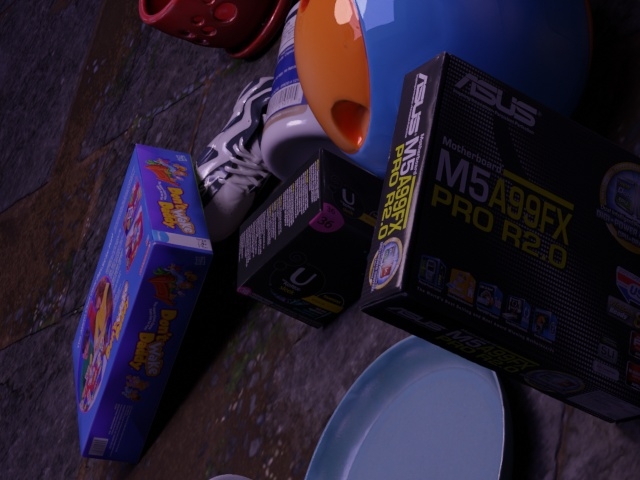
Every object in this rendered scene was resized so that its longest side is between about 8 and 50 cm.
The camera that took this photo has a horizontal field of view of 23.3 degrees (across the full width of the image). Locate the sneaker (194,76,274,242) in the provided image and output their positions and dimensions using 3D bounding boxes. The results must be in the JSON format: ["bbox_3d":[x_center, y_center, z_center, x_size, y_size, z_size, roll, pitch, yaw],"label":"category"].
[{"bbox_3d":[-0.085,-0.106,1.995,0.235,0.094,0.153,-58,17,-10],"label":"sneaker"}]

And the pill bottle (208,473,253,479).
[{"bbox_3d":[-0.163,0.381,1.629,0.318,0.176,0.176,-45,33,33],"label":"pill bottle"}]

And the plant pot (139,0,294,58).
[{"bbox_3d":[-0.143,-0.362,2.227,0.191,0.174,0.191,-42,34,37],"label":"plant pot"}]

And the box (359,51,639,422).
[{"bbox_3d":[0.171,0.002,1.256,0.060,0.270,0.216,-24,46,53],"label":"box"}]

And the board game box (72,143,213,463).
[{"bbox_3d":[-0.240,0.083,2.027,0.233,0.078,0.347,-108,34,-53],"label":"board game box"}]

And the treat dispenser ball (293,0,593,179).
[{"bbox_3d":[0.118,-0.191,1.496,0.288,0.288,0.288,-41,35,38],"label":"treat dispenser ball"}]

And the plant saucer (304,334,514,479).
[{"bbox_3d":[0.082,0.238,1.464,0.317,0.044,0.317,-42,35,38],"label":"plant saucer"}]

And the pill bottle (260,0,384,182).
[{"bbox_3d":[0.024,-0.198,1.816,0.153,0.153,0.264,-29,43,49],"label":"pill bottle"}]

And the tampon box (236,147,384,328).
[{"bbox_3d":[0.000,0.000,1.724,0.161,0.120,0.101,-43,34,37],"label":"tampon box"}]
